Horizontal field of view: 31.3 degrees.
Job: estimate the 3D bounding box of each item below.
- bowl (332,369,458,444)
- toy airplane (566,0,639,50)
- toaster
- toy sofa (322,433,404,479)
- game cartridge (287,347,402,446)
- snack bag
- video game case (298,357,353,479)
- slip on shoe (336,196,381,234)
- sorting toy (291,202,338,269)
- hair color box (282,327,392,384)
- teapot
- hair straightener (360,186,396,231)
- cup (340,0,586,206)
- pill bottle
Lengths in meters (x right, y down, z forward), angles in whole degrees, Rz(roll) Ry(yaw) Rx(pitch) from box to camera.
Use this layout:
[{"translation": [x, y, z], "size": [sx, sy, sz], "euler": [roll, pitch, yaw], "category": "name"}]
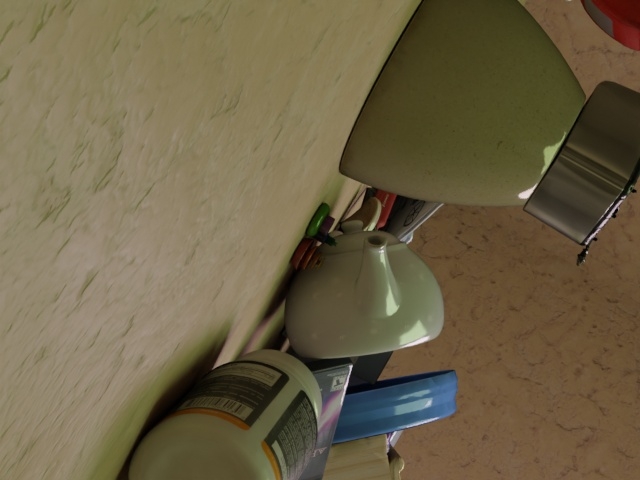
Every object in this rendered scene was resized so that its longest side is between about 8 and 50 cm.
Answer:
[{"translation": [0.050, 0.297, 1.984], "size": [0.391, 0.391, 0.077], "euler": [57, 22, -84], "category": "bowl"}, {"translation": [0.341, -0.458, 1.399], "size": [0.384, 0.272, 0.386], "euler": [-71, 150, -61], "category": "toy airplane"}, {"translation": [0.365, -0.095, 1.526], "size": [0.185, 0.110, 0.168], "euler": [-57, 173, -29], "category": "toaster"}, {"translation": [-0.031, 0.444, 2.108], "size": [0.150, 0.363, 0.177], "euler": [-171, -110, -84], "category": "toy sofa"}, {"translation": [0.024, 0.345, 2.294], "size": [0.198, 0.297, 0.062], "euler": [-61, 150, 0], "category": "game cartridge"}, {"translation": [0.195, -0.084, 2.239], "size": [0.342, 0.037, 0.323], "euler": [-43, -169, 32], "category": "snack bag"}, {"translation": [-0.067, 0.285, 1.677], "size": [0.196, 0.026, 0.274], "euler": [-10, 134, -24], "category": "video game case"}, {"translation": [0.051, -0.020, 1.896], "size": [0.135, 0.041, 0.051], "euler": [-54, -152, -9], "category": "slip on shoe"}, {"translation": [0.000, 0.000, 1.561], "size": [0.102, 0.042, 0.061], "euler": [-62, 174, 19], "category": "sorting toy"}, {"translation": [0.050, 0.174, 2.149], "size": [0.113, 0.185, 0.374], "euler": [-61, 175, -3], "category": "hair color box"}, {"translation": [0.057, 0.063, 1.680], "size": [0.252, 0.256, 0.187], "euler": [-11, 92, -54], "category": "teapot"}, {"translation": [0.070, -0.005, 1.955], "size": [0.089, 0.047, 0.230], "euler": [-29, -147, 43], "category": "hair straightener"}, {"translation": [0.209, -0.176, 1.523], "size": [0.331, 0.237, 0.331], "euler": [-59, 174, -11], "category": "cup"}, {"translation": [-0.093, 0.227, 1.289], "size": [0.162, 0.162, 0.278], "euler": [-62, 174, 17], "category": "pill bottle"}]
